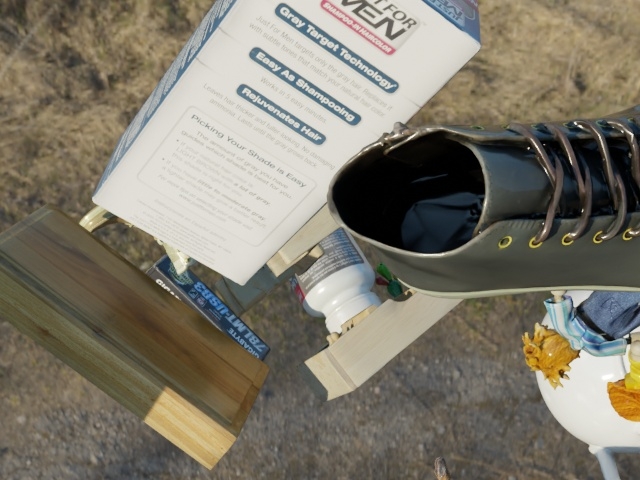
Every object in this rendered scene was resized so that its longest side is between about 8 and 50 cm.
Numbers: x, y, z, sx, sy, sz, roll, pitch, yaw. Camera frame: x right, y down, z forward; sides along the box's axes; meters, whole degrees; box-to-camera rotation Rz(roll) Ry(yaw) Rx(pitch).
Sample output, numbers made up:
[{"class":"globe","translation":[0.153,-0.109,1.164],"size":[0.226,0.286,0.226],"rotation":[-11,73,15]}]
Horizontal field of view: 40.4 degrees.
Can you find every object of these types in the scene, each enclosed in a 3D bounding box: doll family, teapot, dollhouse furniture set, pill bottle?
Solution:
[{"class":"doll family","translation":[0.251,0.067,0.685],"size":[0.263,0.163,0.118],"rotation":[33,39,-19]},{"class":"teapot","translation":[0.410,0.155,1.105],"size":[0.253,0.187,0.256],"rotation":[-25,86,-20]},{"class":"dollhouse furniture set","translation":[0.000,0.000,1.300],"size":[0.256,0.362,0.394],"rotation":[-36,86,-23]},{"class":"pill bottle","translation":[0.012,0.060,1.945],"size":[0.176,0.176,0.318],"rotation":[-23,66,-19]}]

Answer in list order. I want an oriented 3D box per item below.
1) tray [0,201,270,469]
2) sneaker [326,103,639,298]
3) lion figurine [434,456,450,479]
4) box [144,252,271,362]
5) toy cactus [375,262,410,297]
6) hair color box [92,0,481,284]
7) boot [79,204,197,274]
[{"class":"tray","translation":[-0.271,0.122,1.216],"size":[0.411,0.076,0.203],"rotation":[37,21,-4]},{"class":"sneaker","translation":[0.119,-0.018,0.362],"size":[0.222,0.118,0.083],"rotation":[-14,78,18]},{"class":"lion figurine","translation":[0.275,0.481,1.149],"size":[0.142,0.240,0.392],"rotation":[-32,54,14]},{"class":"box","translation":[-0.297,0.204,1.816],"size":[0.295,0.293,0.073],"rotation":[45,41,-9]},{"class":"toy cactus","translation":[0.217,0.131,2.021],"size":[0.219,0.180,0.112],"rotation":[19,10,15]},{"class":"hair color box","translation":[-0.040,-0.124,0.766],"size":[0.174,0.347,0.105],"rotation":[31,39,-20]},{"class":"boot","translation":[-0.275,-0.015,1.455],"size":[0.213,0.077,0.165],"rotation":[-27,93,-26]}]
